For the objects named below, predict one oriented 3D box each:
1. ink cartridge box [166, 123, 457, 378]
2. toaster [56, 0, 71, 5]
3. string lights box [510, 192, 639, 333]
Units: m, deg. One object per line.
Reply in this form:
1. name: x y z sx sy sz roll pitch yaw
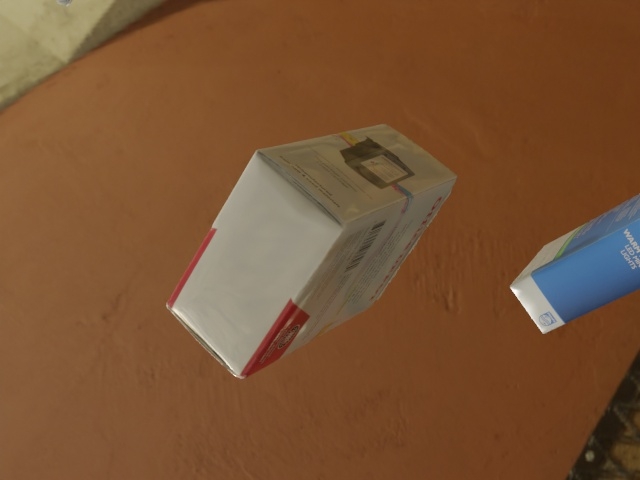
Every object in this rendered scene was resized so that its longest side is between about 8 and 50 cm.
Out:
1. ink cartridge box: 0.000 0.000 1.072 0.131 0.226 0.306 40 -153 15
2. toaster: -0.124 -0.207 0.418 0.110 0.185 0.168 11 -165 -25
3. string lights box: 0.361 0.003 1.097 0.077 0.260 0.133 55 -139 -1
